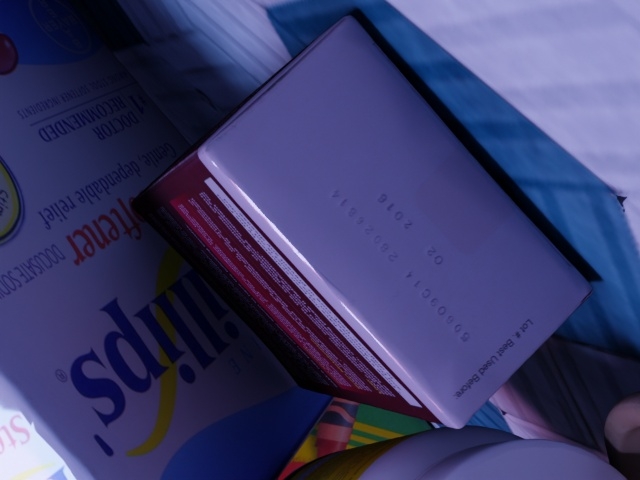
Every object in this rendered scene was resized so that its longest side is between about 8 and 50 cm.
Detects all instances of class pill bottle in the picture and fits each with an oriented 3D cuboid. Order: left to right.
[{"bbox_3d":[0.046,0.137,0.528,0.119,0.119,0.208,46,159,-2],"label":"pill bottle"}]

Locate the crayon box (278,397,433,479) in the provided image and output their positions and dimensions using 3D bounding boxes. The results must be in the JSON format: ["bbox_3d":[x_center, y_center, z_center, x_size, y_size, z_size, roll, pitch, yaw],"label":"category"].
[{"bbox_3d":[0.030,0.234,0.918,0.318,0.202,0.081,50,167,-27],"label":"crayon box"}]

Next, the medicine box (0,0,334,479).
[{"bbox_3d":[-0.152,0.034,0.650,0.289,0.149,0.263,49,-155,-2],"label":"medicine box"}]

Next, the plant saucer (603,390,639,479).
[{"bbox_3d":[0.190,0.150,0.392,0.278,0.041,0.278,53,173,10],"label":"plant saucer"}]

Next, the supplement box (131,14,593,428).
[{"bbox_3d":[0.000,0.000,0.540,0.130,0.073,0.239,48,167,-8],"label":"supplement box"}]
